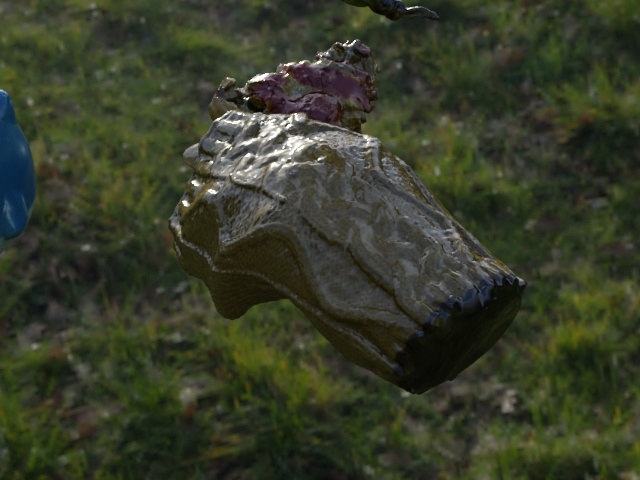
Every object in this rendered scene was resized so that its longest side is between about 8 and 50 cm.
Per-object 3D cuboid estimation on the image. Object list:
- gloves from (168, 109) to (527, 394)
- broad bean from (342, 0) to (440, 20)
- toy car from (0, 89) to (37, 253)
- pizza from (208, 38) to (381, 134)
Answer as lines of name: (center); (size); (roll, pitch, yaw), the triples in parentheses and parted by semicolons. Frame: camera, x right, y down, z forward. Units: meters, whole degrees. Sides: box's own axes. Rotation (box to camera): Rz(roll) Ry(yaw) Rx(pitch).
gloves: (0.006, -0.010, 1.063); (0.203, 0.155, 0.356); (-26, 38, -37)
broad bean: (-0.019, -0.305, 1.089); (0.075, 0.325, 0.067); (-29, 1, -27)
toy car: (-0.346, -0.068, 0.998); (0.255, 0.190, 0.188); (13, 33, 16)
pizza: (0.001, -0.144, 1.308); (0.188, 0.062, 0.199); (30, 60, 5)
